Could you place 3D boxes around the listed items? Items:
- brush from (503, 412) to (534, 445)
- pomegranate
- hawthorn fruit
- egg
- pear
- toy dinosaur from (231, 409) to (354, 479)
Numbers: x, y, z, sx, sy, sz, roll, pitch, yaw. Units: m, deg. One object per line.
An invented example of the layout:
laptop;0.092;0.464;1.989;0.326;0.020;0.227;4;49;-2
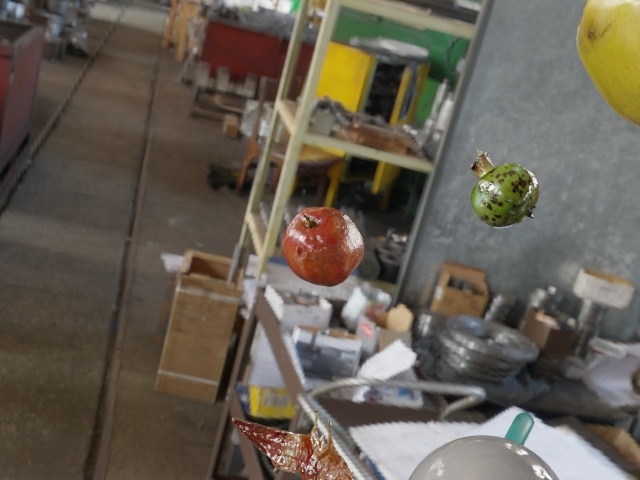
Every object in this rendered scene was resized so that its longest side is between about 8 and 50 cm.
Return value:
brush;0.388;0.434;1.892;0.043;0.032;0.193;26;55;19
pomegranate;0.306;-0.093;1.584;0.122;0.122;0.161;-11;63;-55
hawthorn fruit;0.000;0.000;2.051;0.179;0.200;0.179;-13;43;12
egg;0.141;0.241;0.786;0.147;0.146;0.199;20;-6;18
pear;0.467;-0.223;1.069;0.336;0.285;0.285;47;21;1
toy dinosaur;-0.043;0.404;1.664;0.113;0.206;0.327;9;34;-37
